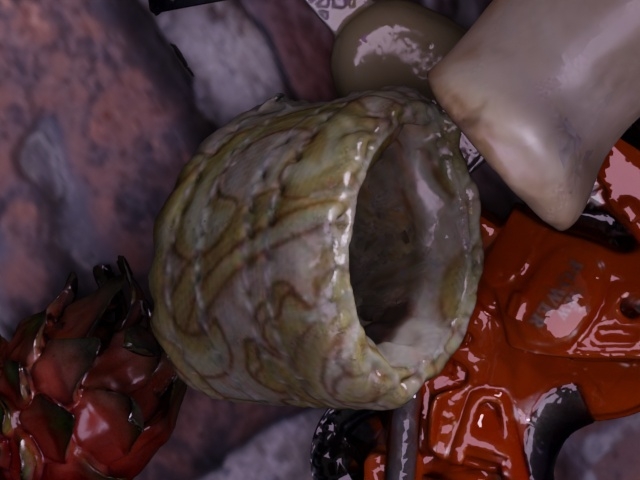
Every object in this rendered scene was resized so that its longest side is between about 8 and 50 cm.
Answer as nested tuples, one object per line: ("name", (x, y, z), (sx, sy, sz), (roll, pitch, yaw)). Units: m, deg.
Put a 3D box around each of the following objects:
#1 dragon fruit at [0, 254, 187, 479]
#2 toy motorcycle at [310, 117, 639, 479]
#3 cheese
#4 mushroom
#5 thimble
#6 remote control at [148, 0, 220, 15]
("dragon fruit", (-0.141, 0.089, 1.123), (0.142, 0.121, 0.130), (-32, 83, 19))
("toy motorcycle", (0.146, 0.080, 1.125), (0.221, 0.148, 0.325), (33, 102, 3))
("cheese", (0.032, -0.115, 1.124), (0.097, 0.037, 0.192), (-41, 102, 6))
("mushroom", (0.245, -0.158, 0.964), (0.315, 0.315, 0.356), (46, 64, -11))
("thimble", (0.000, 0.000, 1.074), (0.137, 0.143, 0.190), (33, 63, -38))
("remote control", (-0.057, -0.151, 1.109), (0.091, 0.016, 0.034), (-6, 91, 23))
